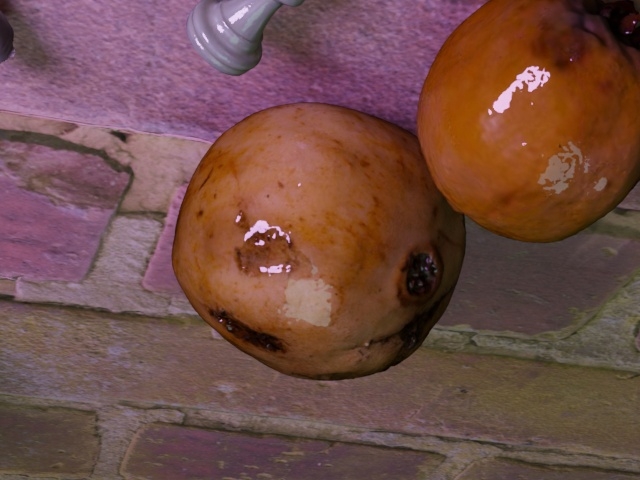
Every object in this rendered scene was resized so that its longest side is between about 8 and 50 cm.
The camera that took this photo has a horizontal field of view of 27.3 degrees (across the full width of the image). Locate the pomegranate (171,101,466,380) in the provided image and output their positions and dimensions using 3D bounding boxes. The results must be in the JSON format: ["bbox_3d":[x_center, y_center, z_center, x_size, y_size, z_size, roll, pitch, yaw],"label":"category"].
[{"bbox_3d":[0.000,0.000,1.164,0.260,0.260,0.260,1,150,0],"label":"pomegranate"}]

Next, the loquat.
[{"bbox_3d":[0.172,-0.102,1.028,0.187,0.176,0.234,46,131,4],"label":"loquat"}]

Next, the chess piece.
[{"bbox_3d":[-0.049,-0.180,1.018,0.067,0.067,0.103,24,134,-35],"label":"chess piece"}]

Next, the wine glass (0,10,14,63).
[{"bbox_3d":[-0.308,-0.210,0.965,0.074,0.074,0.262,-9,150,17],"label":"wine glass"}]
